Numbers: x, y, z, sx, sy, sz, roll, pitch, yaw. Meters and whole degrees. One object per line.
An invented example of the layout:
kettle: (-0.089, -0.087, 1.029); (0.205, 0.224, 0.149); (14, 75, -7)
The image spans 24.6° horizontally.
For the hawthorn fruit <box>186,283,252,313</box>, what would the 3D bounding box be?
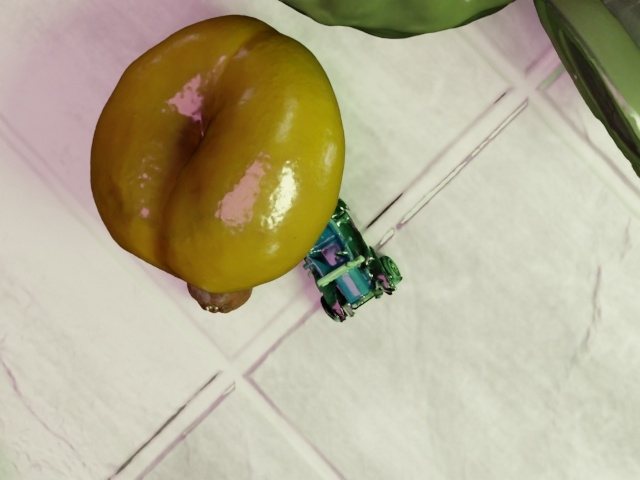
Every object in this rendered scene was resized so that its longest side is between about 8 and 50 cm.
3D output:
hawthorn fruit: (-0.093, 0.018, 1.409); (0.066, 0.067, 0.103); (8, 75, 13)

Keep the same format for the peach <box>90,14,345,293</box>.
peach: (-0.090, -0.079, 1.313); (0.251, 0.153, 0.251); (-3, 84, 31)

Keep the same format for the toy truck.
toy truck: (0.001, 0.001, 1.366); (0.080, 0.078, 0.154); (-34, 89, 16)

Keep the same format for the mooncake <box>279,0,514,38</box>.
mooncake: (0.066, -0.343, 1.207); (0.356, 0.194, 0.356); (0, 96, 4)

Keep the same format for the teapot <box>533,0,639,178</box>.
teapot: (0.352, -0.218, 1.178); (0.337, 0.200, 0.270); (-32, 48, 6)
